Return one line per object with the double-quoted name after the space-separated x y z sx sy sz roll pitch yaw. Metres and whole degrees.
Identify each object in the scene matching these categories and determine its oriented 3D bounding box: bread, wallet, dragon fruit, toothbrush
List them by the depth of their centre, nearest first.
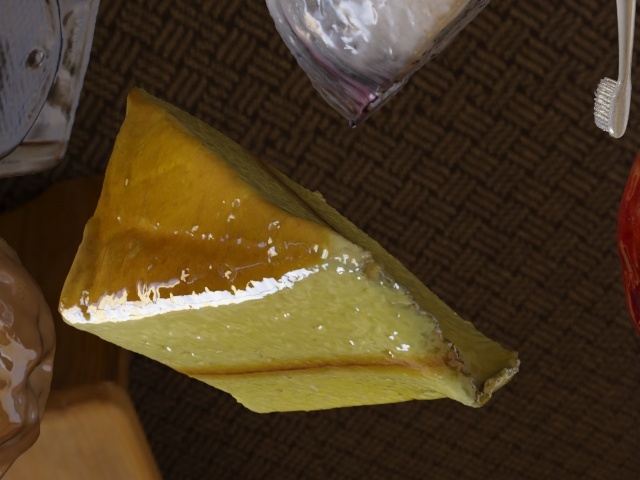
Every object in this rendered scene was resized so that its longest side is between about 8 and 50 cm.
0.213 -0.200 0.845 0.021 0.024 0.288 -28 132 -31 "toothbrush"
0.000 0.000 0.954 0.233 0.245 0.362 32 154 -34 "bread"
0.038 -0.244 1.003 0.204 0.283 0.221 -39 91 -9 "dragon fruit"
-0.312 -0.153 1.021 0.323 0.041 0.247 -9 118 -53 "wallet"

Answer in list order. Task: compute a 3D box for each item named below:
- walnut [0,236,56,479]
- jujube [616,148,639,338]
-0.298 0.097 0.781 0.273 0.227 0.273 -9 149 -5 "walnut"
0.268 0.016 0.705 0.183 0.183 0.243 -25 127 12 "jujube"
